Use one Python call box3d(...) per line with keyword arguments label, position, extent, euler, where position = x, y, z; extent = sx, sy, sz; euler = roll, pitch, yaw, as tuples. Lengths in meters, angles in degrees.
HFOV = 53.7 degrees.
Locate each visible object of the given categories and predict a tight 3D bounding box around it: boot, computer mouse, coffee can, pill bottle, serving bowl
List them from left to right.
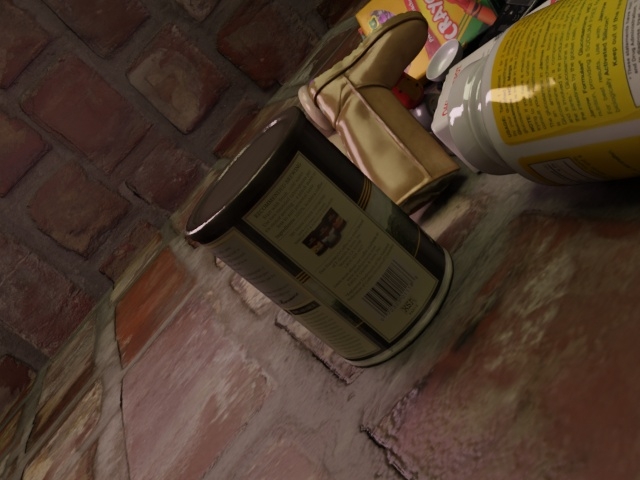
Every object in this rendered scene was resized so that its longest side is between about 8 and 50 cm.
box3d(label="coffee can", position=(0.000, 0.000, 0.795), extent=(0.201, 0.275, 0.201), euler=(-41, 21, 19))
box3d(label="boot", position=(0.132, -0.195, 0.982), extent=(0.236, 0.089, 0.269), euler=(-38, 63, 12))
box3d(label="serving bowl", position=(0.229, -0.322, 1.147), extent=(0.083, 0.027, 0.083), euler=(-45, 28, 33))
box3d(label="computer mouse", position=(0.313, -0.350, 1.118), extent=(0.262, 0.060, 0.184), euler=(-58, 22, 8))
box3d(label="pill bottle", position=(0.281, -0.152, 0.611), extent=(0.187, 0.188, 0.334), euler=(-55, 21, -17))

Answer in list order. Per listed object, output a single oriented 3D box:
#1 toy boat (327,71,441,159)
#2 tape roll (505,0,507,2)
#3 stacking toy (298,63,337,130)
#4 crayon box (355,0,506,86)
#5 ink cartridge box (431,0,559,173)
box3d(label="toy boat", position=(0.088, -0.150, 1.130), extent=(0.318, 0.148, 0.267), euler=(-52, 13, 13))
box3d(label="tape roll", position=(0.340, -0.548, 1.381), extent=(0.275, 0.090, 0.274), euler=(-41, 20, 19))
box3d(label="stacking toy", position=(0.104, -0.434, 1.624), extent=(0.330, 0.141, 0.141), euler=(-37, 22, 20))
box3d(label="crayon box", position=(0.206, -0.438, 1.291), extent=(0.081, 0.202, 0.319), euler=(-21, -7, -46))
box3d(label="ink cartridge box", position=(0.284, -0.223, 0.870), extent=(0.237, 0.100, 0.171), euler=(-30, 27, 41))
